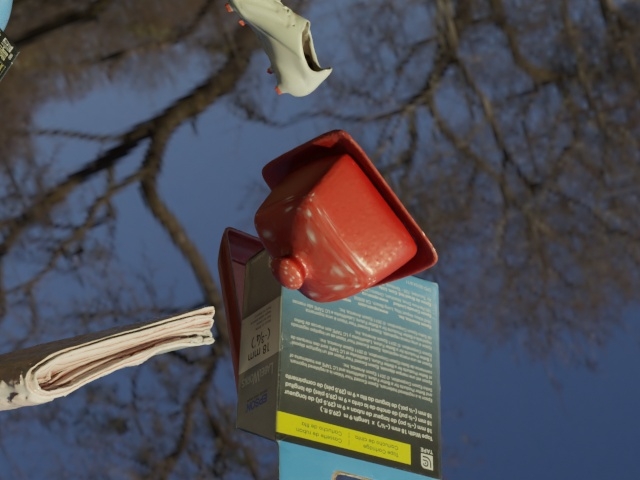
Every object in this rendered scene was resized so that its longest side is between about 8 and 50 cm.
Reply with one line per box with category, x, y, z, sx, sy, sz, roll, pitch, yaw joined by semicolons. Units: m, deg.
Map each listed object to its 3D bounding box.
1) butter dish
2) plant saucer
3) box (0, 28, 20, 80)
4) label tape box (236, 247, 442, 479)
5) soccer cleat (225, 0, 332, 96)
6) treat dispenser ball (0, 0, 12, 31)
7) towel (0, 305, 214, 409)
butter dish;0.000;0.000;1.360;0.118;0.160;0.160;-45;-167;-33
plant saucer;-0.045;0.133;1.984;0.048;0.259;0.258;-25;-118;29
box;-0.381;-0.194;1.423;0.077;0.147;0.180;-35;-161;13
label tape box;0.024;0.185;1.766;0.106;0.241;0.333;-33;-134;48
soccer cleat;-0.055;-0.271;1.811;0.076;0.196;0.068;-29;-177;27
treat dispenser ball;-0.584;-0.363;2.088;0.288;0.288;0.288;-16;-155;7
towel;-0.327;0.150;1.640;0.332;0.053;0.317;-15;180;35
